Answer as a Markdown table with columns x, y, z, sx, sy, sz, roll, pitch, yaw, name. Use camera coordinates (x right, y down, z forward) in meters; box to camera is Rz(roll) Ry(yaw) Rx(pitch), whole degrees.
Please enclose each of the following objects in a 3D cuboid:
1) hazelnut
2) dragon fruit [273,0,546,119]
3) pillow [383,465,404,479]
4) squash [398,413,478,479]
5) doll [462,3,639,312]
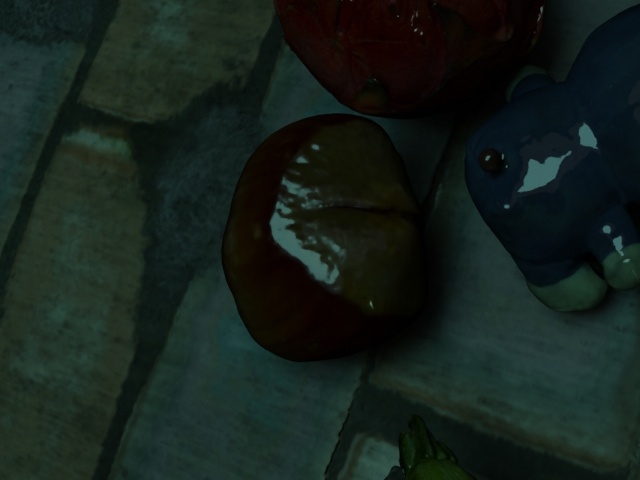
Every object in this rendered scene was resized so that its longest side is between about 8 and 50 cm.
| x | y | z | sx | sy | sz | roll | pitch | yaw | name |
| --- | --- | --- | --- | --- | --- | --- | --- | --- | --- |
| 0.003 | 0.001 | 1.136 | 0.181 | 0.181 | 0.212 | 1 | 72 | 4 | hazelnut |
| 0.075 | -0.213 | 1.106 | 0.241 | 0.252 | 0.241 | 0 | 99 | -1 | dragon fruit |
| 0.142 | 0.318 | 0.952 | 0.326 | 0.101 | 0.228 | 16 | 78 | 35 | pillow |
| 0.114 | 0.255 | 0.884 | 0.094 | 0.094 | 0.341 | -32 | 53 | 19 | squash |
| 0.235 | -0.084 | 1.029 | 0.258 | 0.154 | 0.228 | -30 | 54 | 12 | doll |
